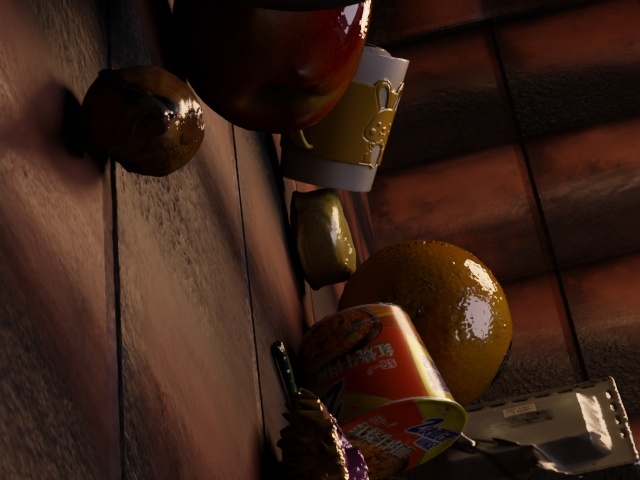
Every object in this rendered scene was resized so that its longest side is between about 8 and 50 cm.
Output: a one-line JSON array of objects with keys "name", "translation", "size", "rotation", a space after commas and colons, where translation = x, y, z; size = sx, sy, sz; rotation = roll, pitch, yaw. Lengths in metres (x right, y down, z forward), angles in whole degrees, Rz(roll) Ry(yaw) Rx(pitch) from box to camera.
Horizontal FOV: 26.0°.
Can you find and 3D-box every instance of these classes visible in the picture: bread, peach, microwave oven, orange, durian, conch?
[{"name": "bread", "translation": [-0.002, 0.002, 2.103], "size": [0.125, 0.086, 0.156], "rotation": [-77, 153, -66]}, {"name": "peach", "translation": [-0.050, -0.239, 1.464], "size": [0.200, 0.243, 0.243], "rotation": [18, 48, -33]}, {"name": "microwave oven", "translation": [0.275, 0.426, 2.105], "size": [0.236, 0.432, 0.374], "rotation": [-90, 166, -65]}, {"name": "orange", "translation": [0.153, 0.129, 2.062], "size": [0.274, 0.274, 0.274], "rotation": [-13, 90, -84]}, {"name": "durian", "translation": [0.003, 0.290, 1.435], "size": [0.191, 0.112, 0.341], "rotation": [56, 12, -50]}, {"name": "conch", "translation": [-0.132, -0.093, 1.009], "size": [0.233, 0.086, 0.080], "rotation": [52, 26, -81]}]

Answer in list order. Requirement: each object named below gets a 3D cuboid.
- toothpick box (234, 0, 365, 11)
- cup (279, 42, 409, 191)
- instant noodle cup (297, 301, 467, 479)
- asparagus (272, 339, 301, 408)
[{"name": "toothpick box", "translation": [-0.025, -0.435, 1.225], "size": [0.425, 0.409, 0.408], "rotation": [-97, 172, -58]}, {"name": "cup", "translation": [0.012, -0.195, 2.096], "size": [0.241, 0.185, 0.226], "rotation": [-5, 107, -59]}, {"name": "instant noodle cup", "translation": [0.067, 0.196, 1.836], "size": [0.213, 0.213, 0.174], "rotation": [69, 1, -56]}, {"name": "asparagus", "translation": [-0.023, 0.225, 1.718], "size": [0.022, 0.023, 0.232], "rotation": [-33, 119, -35]}]
